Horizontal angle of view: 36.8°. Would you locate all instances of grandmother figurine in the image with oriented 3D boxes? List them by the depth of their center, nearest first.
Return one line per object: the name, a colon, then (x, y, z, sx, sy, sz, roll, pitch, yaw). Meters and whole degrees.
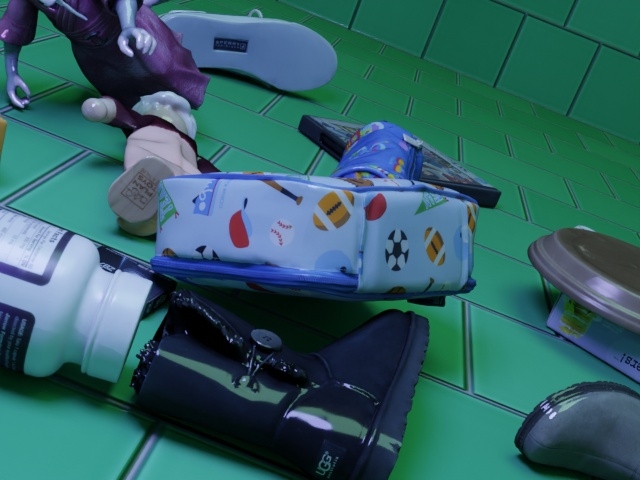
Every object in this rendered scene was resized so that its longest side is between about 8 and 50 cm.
grandmother figurine: (-0.189, -0.099, 1.124, 0.208, 0.104, 0.342, 45, 9, -20)

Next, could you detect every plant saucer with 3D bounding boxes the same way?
plant saucer: (0.396, 0.054, 1.210, 0.277, 0.041, 0.278, 19, 19, -7)

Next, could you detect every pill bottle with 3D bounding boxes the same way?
pill bottle: (-0.226, 0.036, 0.696, 0.193, 0.108, 0.108, 20, 19, -7)

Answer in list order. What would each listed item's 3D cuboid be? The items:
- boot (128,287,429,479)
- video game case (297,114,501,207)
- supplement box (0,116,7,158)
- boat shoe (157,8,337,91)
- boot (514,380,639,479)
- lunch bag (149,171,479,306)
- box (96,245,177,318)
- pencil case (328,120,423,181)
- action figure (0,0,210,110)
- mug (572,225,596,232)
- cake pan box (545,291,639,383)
boot: (-0.026, 0.090, 0.779, 0.207, 0.094, 0.246, 26, 26, 1)
video game case: (0.135, -0.137, 1.642, 0.274, 0.035, 0.248, 5, 25, -39)
supplement box: (-0.417, -0.141, 1.010, 0.078, 0.080, 0.233, -4, 34, -47)
boat shoe: (-0.154, -0.376, 1.858, 0.366, 0.136, 0.156, 3, 22, -21)
boot: (0.305, 0.210, 0.846, 0.246, 0.083, 0.161, 10, 28, -27)
lunch bag: (0.000, 0.000, 0.926, 0.243, 0.115, 0.303, 1, -4, 38)
box: (-0.181, 0.037, 0.873, 0.083, 0.018, 0.067, 25, 19, 10)
pencil case: (0.073, -0.073, 1.270, 0.119, 0.133, 0.306, 53, 18, -10)
action figure: (-0.280, -0.302, 1.241, 0.248, 0.276, 0.370, -5, -21, 19)
mug: (0.401, 0.016, 1.474, 0.062, 0.064, 0.078, 15, 21, -21)
cake pan box: (0.452, 0.127, 1.232, 0.245, 0.070, 0.266, 35, 23, 28)
